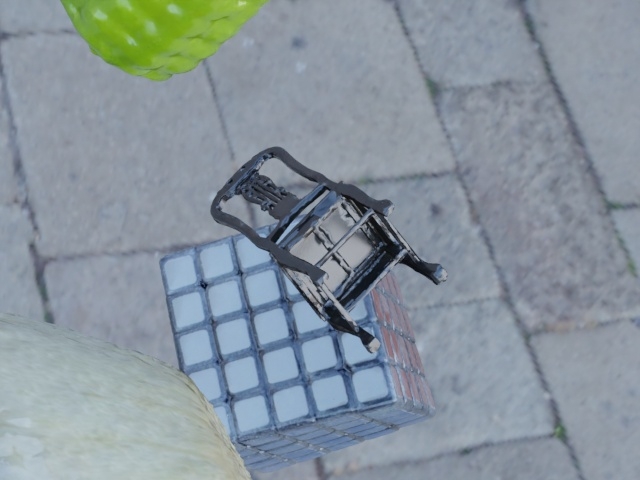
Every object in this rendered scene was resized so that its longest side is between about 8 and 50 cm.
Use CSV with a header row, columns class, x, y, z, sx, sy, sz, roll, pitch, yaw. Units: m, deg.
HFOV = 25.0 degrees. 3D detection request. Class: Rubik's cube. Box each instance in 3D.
class,x,y,z,sx,sy,sz,roll,pitch,yaw
Rubik's cube,-0.025,0.119,1.651,0.237,0.237,0.238,-18,73,9

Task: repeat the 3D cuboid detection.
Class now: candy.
class,x,y,z,sx,sy,sz,roll,pitch,yaw
candy,-0.039,-0.160,0.681,0.096,0.209,0.097,30,42,-32

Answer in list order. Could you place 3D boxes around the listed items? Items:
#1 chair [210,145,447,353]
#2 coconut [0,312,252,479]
class,x,y,z,sx,sy,sz,roll,pitch,yaw
chair,0.000,0.000,1.381,0.106,0.113,0.229,-44,32,-10
coconut,-0.196,0.236,0.667,0.415,0.345,0.415,-7,54,10
